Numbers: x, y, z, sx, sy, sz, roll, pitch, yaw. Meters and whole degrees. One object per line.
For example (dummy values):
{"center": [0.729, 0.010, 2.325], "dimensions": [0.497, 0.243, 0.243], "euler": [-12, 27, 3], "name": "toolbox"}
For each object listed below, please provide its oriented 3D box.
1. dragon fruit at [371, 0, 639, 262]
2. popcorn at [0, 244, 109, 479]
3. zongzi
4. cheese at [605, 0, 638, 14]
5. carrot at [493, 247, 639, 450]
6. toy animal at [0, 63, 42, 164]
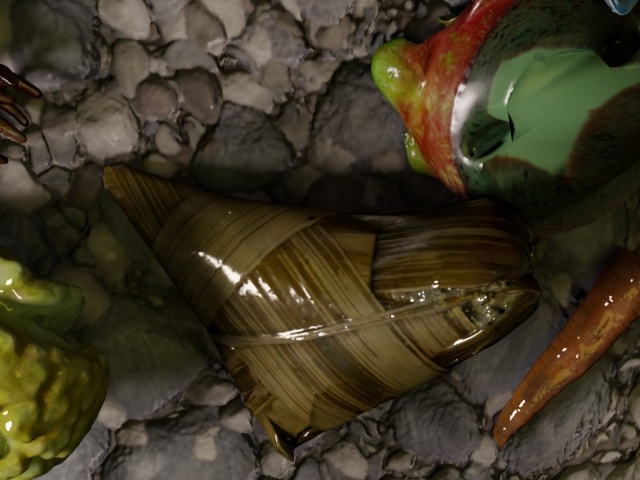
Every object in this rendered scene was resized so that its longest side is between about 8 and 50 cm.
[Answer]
{"center": [0.190, -0.121, 1.436], "dimensions": [0.295, 0.130, 0.268], "euler": [-2, 116, -21], "name": "dragon fruit"}
{"center": [-0.262, 0.095, 1.285], "dimensions": [0.204, 0.221, 0.183], "euler": [42, 69, -36], "name": "popcorn"}
{"center": [0.000, 0.000, 1.368], "dimensions": [0.286, 0.134, 0.288], "euler": [-30, 105, 24], "name": "zongzi"}
{"center": [0.181, -0.295, 1.364], "dimensions": [0.245, 0.052, 0.135], "euler": [41, 59, -12], "name": "cheese"}
{"center": [0.228, 0.105, 1.583], "dimensions": [0.057, 0.057, 0.224], "euler": [36, 99, -29], "name": "carrot"}
{"center": [-0.271, -0.203, 1.241], "dimensions": [0.260, 0.087, 0.243], "euler": [35, 97, -26], "name": "toy animal"}
